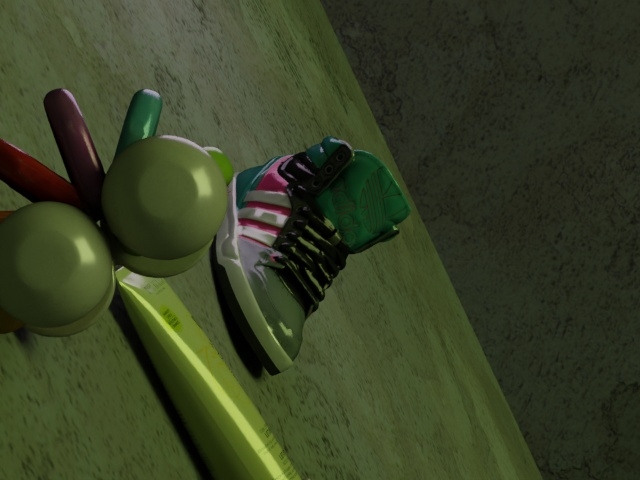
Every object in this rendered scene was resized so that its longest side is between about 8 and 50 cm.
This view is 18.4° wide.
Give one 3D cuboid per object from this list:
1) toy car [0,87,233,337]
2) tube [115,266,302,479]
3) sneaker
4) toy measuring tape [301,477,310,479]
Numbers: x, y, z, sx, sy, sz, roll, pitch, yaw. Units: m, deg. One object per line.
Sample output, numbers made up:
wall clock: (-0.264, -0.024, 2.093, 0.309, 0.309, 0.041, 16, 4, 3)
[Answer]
toy car: (-0.148, -0.026, 1.229, 0.136, 0.182, 0.159, 59, -8, 3)
tube: (-0.087, 0.119, 1.520, 0.240, 0.062, 0.070, 59, -30, -3)
sneaker: (0.000, 0.000, 1.887, 0.124, 0.178, 0.295, 58, 12, -33)
toy measuring tape: (0.018, 0.253, 1.561, 0.121, 0.121, 0.330, 62, 10, -13)
